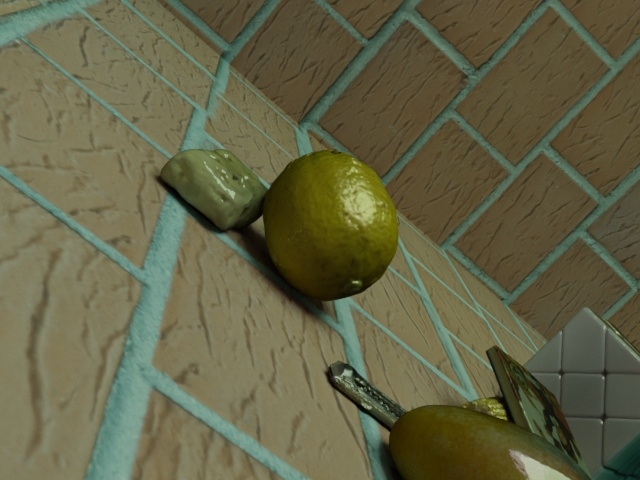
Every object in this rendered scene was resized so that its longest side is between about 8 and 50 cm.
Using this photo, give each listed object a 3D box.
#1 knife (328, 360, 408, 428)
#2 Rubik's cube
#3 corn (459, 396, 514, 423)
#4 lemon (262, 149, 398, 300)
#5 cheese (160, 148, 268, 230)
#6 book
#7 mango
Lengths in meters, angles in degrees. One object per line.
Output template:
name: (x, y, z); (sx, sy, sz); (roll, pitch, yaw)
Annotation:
knife: (0.155, 0.306, 1.312); (0.365, 0.043, 0.089); (40, 11, -10)
Rubik's cube: (0.694, 0.406, 2.042); (0.316, 0.322, 0.319); (30, 16, -50)
corn: (0.329, 0.350, 1.600); (0.093, 0.093, 0.244); (48, 14, 25)
lemon: (0.016, -0.034, 1.519); (0.245, 0.245, 0.320); (31, 33, -46)
cheese: (-0.178, -0.100, 1.522); (0.159, 0.093, 0.263); (46, 12, 6)
book: (0.460, 0.430, 1.590); (0.300, 0.039, 0.428); (40, 25, -42)
mango: (0.247, 0.350, 1.116); (0.384, 0.199, 0.221); (36, 11, 36)
